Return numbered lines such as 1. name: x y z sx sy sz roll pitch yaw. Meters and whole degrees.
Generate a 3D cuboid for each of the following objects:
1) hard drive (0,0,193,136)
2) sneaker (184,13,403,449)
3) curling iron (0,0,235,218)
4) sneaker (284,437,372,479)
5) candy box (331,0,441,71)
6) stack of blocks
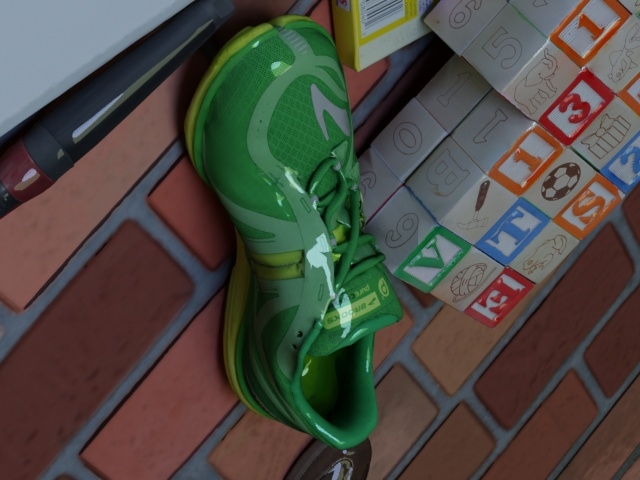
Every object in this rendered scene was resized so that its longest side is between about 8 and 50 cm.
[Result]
1. hard drive: -0.131 -0.173 0.732 0.307 0.040 0.203 -38 137 -20
2. sneaker: 0.000 0.000 0.914 0.109 0.123 0.295 -30 133 -28
3. curling iron: -0.146 -0.033 0.814 0.274 0.035 0.068 -49 144 -8
4. sneaker: -0.002 0.224 1.103 0.066 0.071 0.188 19 101 -50
5. candy box: 0.045 -0.207 0.897 0.105 0.027 0.205 -33 135 -30
6. stack of blocks: 0.145 -0.097 0.970 0.297 0.087 0.171 -47 140 12
